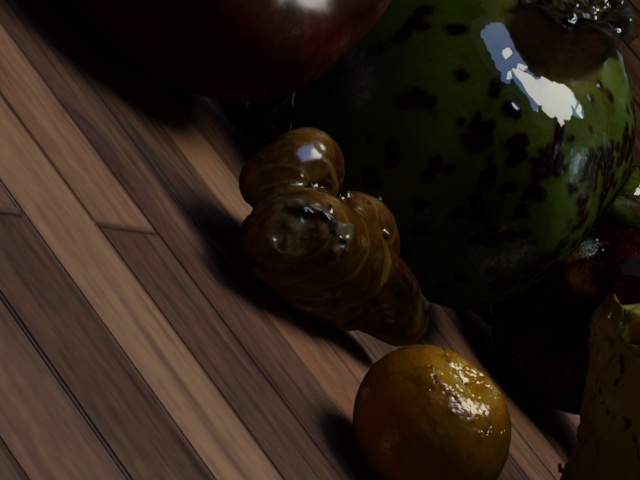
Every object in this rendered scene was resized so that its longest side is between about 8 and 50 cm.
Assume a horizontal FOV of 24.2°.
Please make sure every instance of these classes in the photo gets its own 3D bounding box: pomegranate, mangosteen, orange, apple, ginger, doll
[{"bbox_3d":[0.105,-0.089,1.018,0.254,0.270,0.254,20,47,-24],"label":"pomegranate"},{"bbox_3d":[0.207,0.044,1.145,0.172,0.172,0.184,21,45,-64],"label":"mangosteen"},{"bbox_3d":[0.054,0.093,0.740,0.083,0.070,0.083,33,23,-15],"label":"orange"},{"bbox_3d":[-0.061,-0.193,0.902,0.234,0.234,0.234,45,13,-14],"label":"apple"},{"bbox_3d":[0.000,0.000,0.838,0.162,0.073,0.103,42,27,-51],"label":"ginger"},{"bbox_3d":[-0.036,-0.126,1.062,0.113,0.076,0.078,54,5,20],"label":"doll"}]

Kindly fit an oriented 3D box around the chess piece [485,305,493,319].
[{"bbox_3d":[0.154,-0.036,1.330,0.144,0.144,0.251,37,11,-40],"label":"chess piece"}]

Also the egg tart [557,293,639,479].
[{"bbox_3d":[0.221,0.186,0.761,0.345,0.132,0.345,53,-4,5],"label":"egg tart"}]
